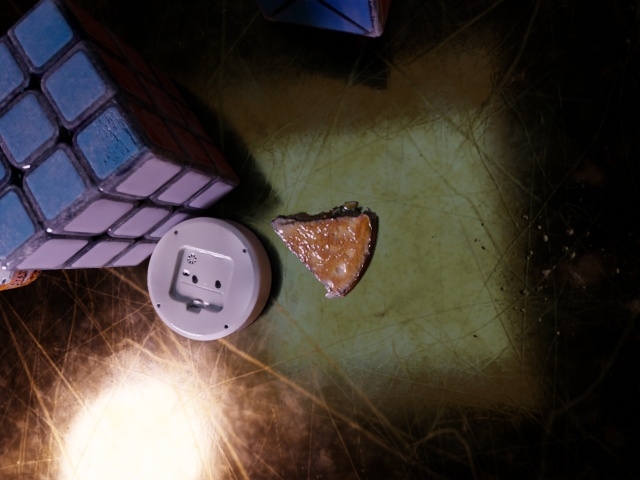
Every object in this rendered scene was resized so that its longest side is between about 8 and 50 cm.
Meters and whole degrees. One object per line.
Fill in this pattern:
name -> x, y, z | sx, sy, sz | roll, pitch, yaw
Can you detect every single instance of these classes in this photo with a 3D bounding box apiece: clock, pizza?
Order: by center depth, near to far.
pizza -> 0.000, 0.000, 0.750 | 0.195, 0.052, 0.185 | 23, 100, 7
clock -> -0.212, 0.071, 0.779 | 0.230, 0.083, 0.231 | 0, 90, 13

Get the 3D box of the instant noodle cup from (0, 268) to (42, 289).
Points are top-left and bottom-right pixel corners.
instant noodle cup -> -0.674, 0.036, 0.852 | 0.208, 0.125, 0.178 | 30, 94, 11

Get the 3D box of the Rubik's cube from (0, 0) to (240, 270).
Rubik's cube -> -0.381, -0.148, 0.709 | 0.301, 0.303, 0.305 | -37, 80, 8

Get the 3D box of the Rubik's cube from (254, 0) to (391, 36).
Rubik's cube -> 0.005, -0.530, 0.661 | 0.259, 0.259, 0.255 | 15, 90, 11
